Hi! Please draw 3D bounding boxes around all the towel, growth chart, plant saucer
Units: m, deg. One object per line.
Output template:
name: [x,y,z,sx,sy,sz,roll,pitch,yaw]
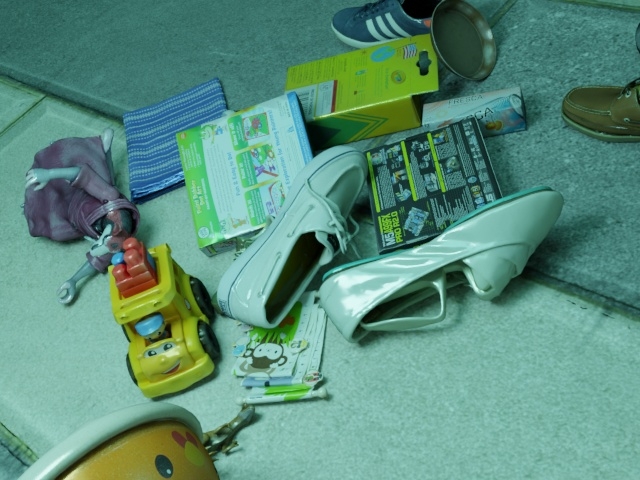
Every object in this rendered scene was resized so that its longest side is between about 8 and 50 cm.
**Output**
towel: [-0.309,-0.225,1.933,0.243,0.040,0.336,-22,42,3]
growth chart: [-0.066,0.167,1.429,0.171,0.021,0.237,-13,42,14]
plant saucer: [0.272,-0.387,1.742,0.029,0.168,0.168,-20,31,53]

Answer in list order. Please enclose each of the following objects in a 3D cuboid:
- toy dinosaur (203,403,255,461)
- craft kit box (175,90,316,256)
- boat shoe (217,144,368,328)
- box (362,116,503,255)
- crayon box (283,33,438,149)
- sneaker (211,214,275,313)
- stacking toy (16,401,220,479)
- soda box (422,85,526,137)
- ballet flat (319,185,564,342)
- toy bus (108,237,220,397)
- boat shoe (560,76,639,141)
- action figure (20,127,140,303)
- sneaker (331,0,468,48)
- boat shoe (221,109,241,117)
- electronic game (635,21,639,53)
toy dinosaur: [-0.188,0.310,1.327,0.211,0.064,0.112,-19,23,-6]
craft kit box: [-0.127,-0.123,1.657,0.246,0.061,0.250,-16,67,6]
boat shoe: [-0.004,-0.005,1.461,0.156,0.136,0.367,18,59,42]
box: [0.192,-0.082,1.529,0.216,0.060,0.270,-17,42,10]
crayon box: [0.085,-0.292,1.777,0.318,0.081,0.202,-11,44,17]
sneaker: [-0.127,0.032,1.537,0.192,0.086,0.064,-41,25,-19]
stacking toy: [-0.143,0.453,1.033,0.480,0.351,0.350,38,69,25]
soda box: [0.279,-0.225,1.632,0.183,0.058,0.063,-9,44,19]
ballet flat: [0.194,0.052,1.360,0.400,0.139,0.139,-22,41,10]
toy bus: [-0.270,0.108,1.448,0.149,0.211,0.220,-21,43,3]
boat shoe: [0.534,-0.222,1.470,0.307,0.104,0.111,20,59,39]
action figure: [-0.436,-0.050,1.745,0.275,0.248,0.370,-20,32,-37]
sneaker: [0.161,-0.491,1.892,0.350,0.148,0.131,12,54,35]
boat shoe: [-0.125,-0.187,1.783,0.076,0.080,0.228,-13,42,-21]
electronic game: [0.681,-0.376,1.598,0.229,0.048,0.229,-13,45,14]
